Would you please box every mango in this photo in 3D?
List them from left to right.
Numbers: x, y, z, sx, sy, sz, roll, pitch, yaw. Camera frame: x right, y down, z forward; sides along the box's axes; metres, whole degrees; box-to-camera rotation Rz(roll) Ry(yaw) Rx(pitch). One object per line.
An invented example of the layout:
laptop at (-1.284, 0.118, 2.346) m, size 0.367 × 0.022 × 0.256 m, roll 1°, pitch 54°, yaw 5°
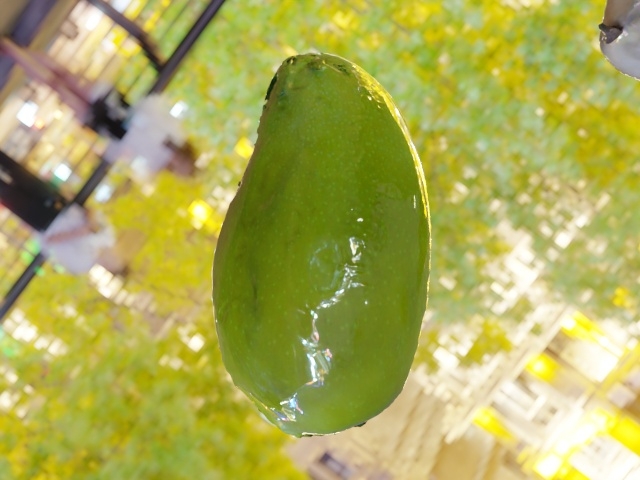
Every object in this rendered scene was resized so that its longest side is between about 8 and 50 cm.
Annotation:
mango at (0.000, 0.000, 0.612) m, size 0.074 × 0.091 × 0.165 m, roll 125°, pitch -35°, yaw -84°

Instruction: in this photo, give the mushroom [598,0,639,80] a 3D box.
mushroom at (0.187, -0.191, 0.591) m, size 0.285 × 0.156 × 0.151 m, roll 97°, pitch 11°, yaw -60°
